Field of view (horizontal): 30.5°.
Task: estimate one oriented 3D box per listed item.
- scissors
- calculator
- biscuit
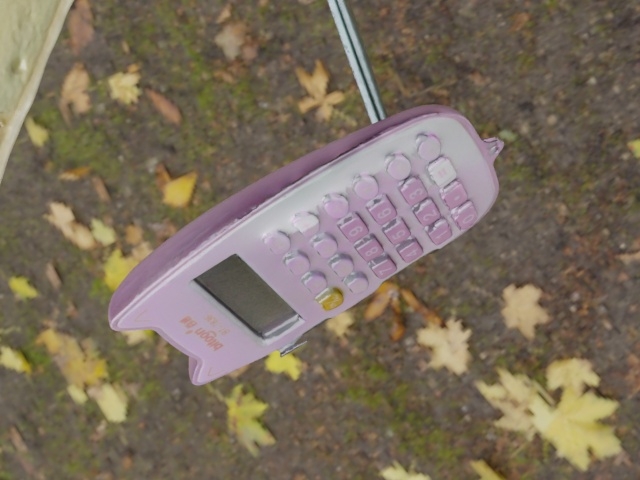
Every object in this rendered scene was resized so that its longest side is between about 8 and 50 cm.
[{"bbox_3d":[-0.015,-0.268,0.907,0.029,0.192,0.447,-21,82,12],"label":"scissors"},{"bbox_3d":[0.000,-0.001,0.843,0.043,0.294,0.194,63,-173,31],"label":"calculator"},{"bbox_3d":[-0.177,-0.084,0.612,0.052,0.056,0.188,10,75,43],"label":"biscuit"}]
